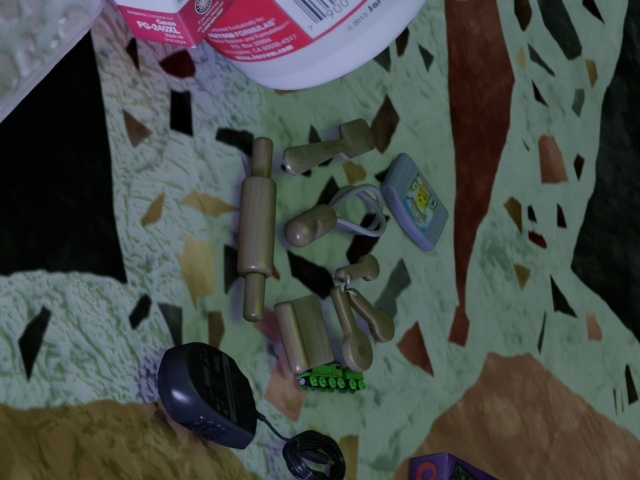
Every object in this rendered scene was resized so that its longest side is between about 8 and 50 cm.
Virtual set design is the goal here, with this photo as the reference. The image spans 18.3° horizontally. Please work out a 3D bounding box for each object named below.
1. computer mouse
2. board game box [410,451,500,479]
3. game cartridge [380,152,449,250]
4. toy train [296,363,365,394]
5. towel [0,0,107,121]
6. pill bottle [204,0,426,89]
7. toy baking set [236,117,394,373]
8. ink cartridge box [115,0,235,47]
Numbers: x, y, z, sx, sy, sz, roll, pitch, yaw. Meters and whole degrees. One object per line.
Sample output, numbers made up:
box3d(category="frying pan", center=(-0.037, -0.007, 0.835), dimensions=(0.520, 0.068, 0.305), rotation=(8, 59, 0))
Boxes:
box3d(category="computer mouse", center=(-0.056, 0.147, 1.570), dimensions=(0.242, 0.041, 0.071), rotation=(39, 33, -45))
box3d(category="board game box", center=(0.143, 0.381, 1.738), dimensions=(0.208, 0.056, 0.347), rotation=(28, 57, -40))
box3d(category="game cartridge", center=(0.087, -0.033, 1.831), dimensions=(0.083, 0.017, 0.056), rotation=(53, 45, -27))
box3d(category="toy train", center=(0.009, 0.116, 1.675), dimensions=(0.083, 0.017, 0.024), rotation=(10, 60, -51))
box3d(category="towel", center=(-0.260, -0.216, 1.207), dimensions=(0.332, 0.053, 0.317), rotation=(68, 30, -29))
box3d(category="pill bottle", center=(-0.096, -0.316, 1.509), dimensions=(0.407, 0.229, 0.229), rotation=(42, 47, -37))
box3d(category="toy baking set", center=(-0.004, -0.001, 1.691), dimensions=(0.196, 0.030, 0.256), rotation=(25, 58, -49))
box3d(category="ink cartridge box", center=(-0.106, -0.224, 1.355), dimensions=(0.109, 0.063, 0.150), rotation=(-52, 137, -25))
